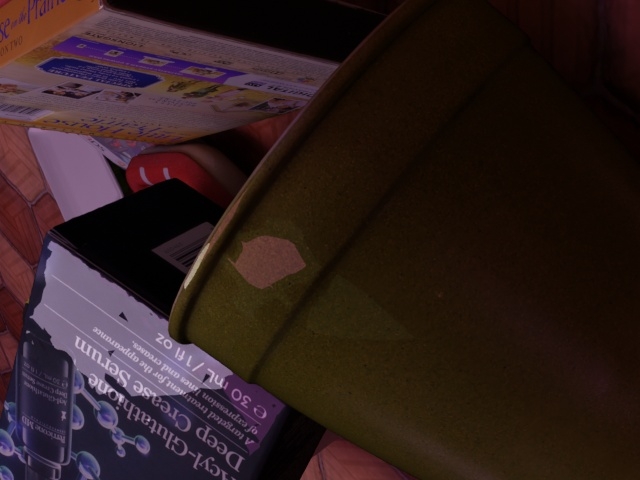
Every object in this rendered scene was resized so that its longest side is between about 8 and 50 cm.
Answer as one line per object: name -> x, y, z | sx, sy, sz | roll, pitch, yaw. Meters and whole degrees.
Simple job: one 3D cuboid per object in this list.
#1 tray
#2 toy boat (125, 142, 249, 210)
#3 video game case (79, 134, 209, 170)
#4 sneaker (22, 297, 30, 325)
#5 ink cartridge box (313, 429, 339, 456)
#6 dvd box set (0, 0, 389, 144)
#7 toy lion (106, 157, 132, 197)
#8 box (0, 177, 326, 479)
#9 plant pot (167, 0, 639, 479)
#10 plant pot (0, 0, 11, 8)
tray -> -0.376, -0.120, 1.360 | 0.145, 0.030, 0.270 | -49, 59, 33
toy boat -> -0.176, -0.032, 1.121 | 0.231, 0.151, 0.151 | 3, 144, 51
video game case -> -0.275, -0.161, 1.182 | 0.201, 0.023, 0.183 | -3, 147, 45
sneaker -> -0.330, 0.219, 1.479 | 0.384, 0.145, 0.147 | 51, 180, -1
ink cartridge box -> -0.098, 0.264, 1.233 | 0.160, 0.219, 0.092 | 21, 130, 40
dvd box set -> -0.166, -0.167, 0.852 | 0.420, 0.308, 0.062 | -5, 83, 51
toy lion -> -0.339, -0.105, 1.407 | 0.096, 0.034, 0.100 | 57, 147, 12
box -> -0.162, 0.186, 0.956 | 0.293, 0.212, 0.395 | 32, 121, 15
plant pot -> 0.137, 0.046, 0.683 | 0.353, 0.366, 0.366 | 39, 144, 7
plant pot -> -0.200, -0.322, 0.765 | 0.243, 0.275, 0.275 | -13, 108, 29
